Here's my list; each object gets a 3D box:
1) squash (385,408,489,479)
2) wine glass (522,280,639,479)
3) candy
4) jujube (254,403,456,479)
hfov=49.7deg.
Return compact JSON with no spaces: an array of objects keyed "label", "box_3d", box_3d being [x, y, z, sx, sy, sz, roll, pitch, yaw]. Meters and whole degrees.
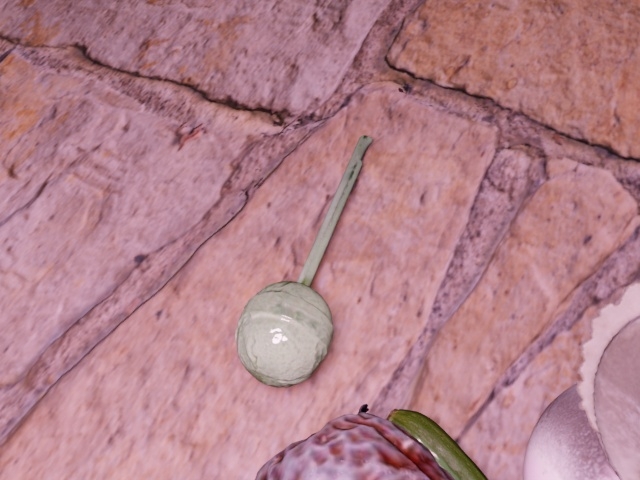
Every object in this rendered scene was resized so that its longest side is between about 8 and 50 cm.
[{"label":"squash","box_3d":[0.145,0.267,0.732,0.068,0.077,0.219,-43,56,1]},{"label":"wine glass","box_3d":[0.301,0.205,0.613,0.238,0.323,0.238,-1,56,2]},{"label":"candy","box_3d":[0.000,0.000,0.932,0.119,0.119,0.440,11,50,13]},{"label":"jujube","box_3d":[0.059,0.314,0.623,0.226,0.226,0.317,-22,59,-10]}]
